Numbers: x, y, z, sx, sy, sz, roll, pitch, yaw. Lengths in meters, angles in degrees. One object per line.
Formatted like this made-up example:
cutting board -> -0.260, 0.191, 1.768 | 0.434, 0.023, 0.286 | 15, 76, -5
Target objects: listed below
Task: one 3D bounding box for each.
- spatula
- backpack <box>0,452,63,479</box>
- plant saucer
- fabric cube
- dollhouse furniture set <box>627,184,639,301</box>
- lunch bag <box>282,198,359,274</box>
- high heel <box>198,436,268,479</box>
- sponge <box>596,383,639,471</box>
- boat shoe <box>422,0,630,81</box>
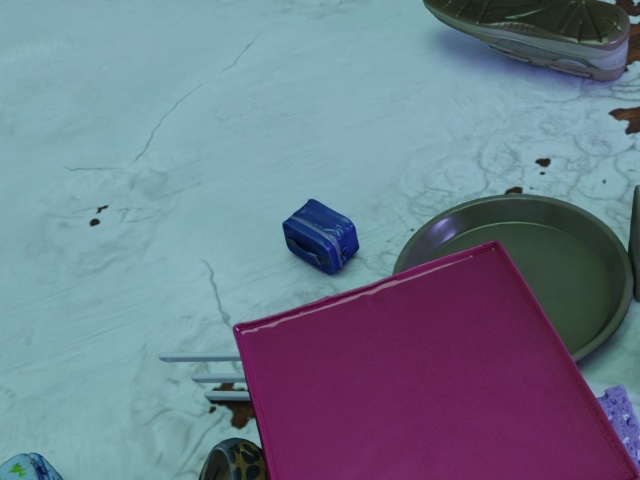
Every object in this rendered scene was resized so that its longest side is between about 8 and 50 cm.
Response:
spatula -> -0.041, 0.143, 0.880 | 0.242, 0.168, 0.019 | -2, 60, 19
backpack -> -0.316, 0.292, 0.866 | 0.105, 0.084, 0.114 | -36, 51, -16
plant saucer -> 0.223, 0.052, 0.975 | 0.278, 0.041, 0.277 | -9, 45, 9
fabric cube -> 0.092, 0.204, 0.718 | 0.259, 0.258, 0.254 | -18, 46, -1
dollhouse furniture set -> 0.499, 0.063, 0.743 | 0.362, 0.256, 0.394 | -2, 47, 13
lunch bag -> 0.000, 0.000, 1.071 | 0.098, 0.067, 0.065 | 30, 61, 34
high heel -> -0.108, 0.309, 0.719 | 0.093, 0.186, 0.261 | 8, 50, 22
sponge -> 0.281, 0.221, 0.684 | 0.031, 0.210, 0.117 | -24, 43, 13
boat shoe -> 0.308, -0.327, 1.275 | 0.341, 0.110, 0.121 | 30, 72, 32
